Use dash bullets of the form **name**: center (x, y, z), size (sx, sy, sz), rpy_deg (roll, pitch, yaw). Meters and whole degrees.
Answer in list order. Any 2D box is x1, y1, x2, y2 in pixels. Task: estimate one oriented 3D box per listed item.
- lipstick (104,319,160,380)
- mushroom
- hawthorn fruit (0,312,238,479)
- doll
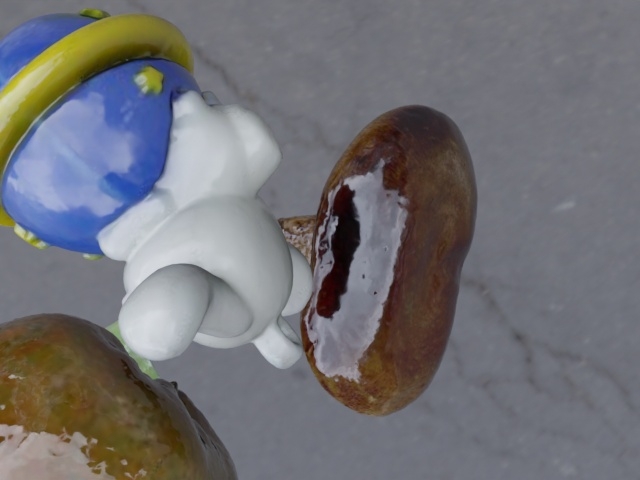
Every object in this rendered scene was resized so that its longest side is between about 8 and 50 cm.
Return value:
- **lipstick**: center (-0.282, 0.172, 1.588), size (0.304, 0.076, 0.076), rpy_deg (-30, 88, -7)
- **mushroom**: center (0.000, 0.000, 1.372), size (0.217, 0.148, 0.227), rpy_deg (14, 85, 42)
- **hawthorn fruit**: center (-0.220, 0.211, 1.398), size (0.268, 0.301, 0.268), rpy_deg (32, 161, 12)
- **doll**: center (-0.085, -0.036, 1.131), size (0.243, 0.311, 0.159), rpy_deg (33, 94, 22)
